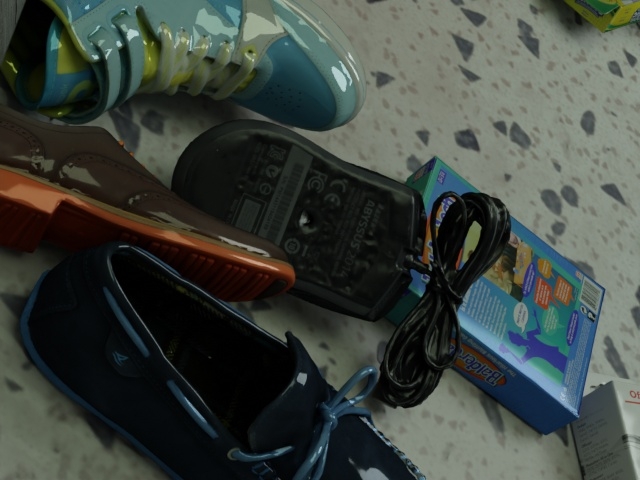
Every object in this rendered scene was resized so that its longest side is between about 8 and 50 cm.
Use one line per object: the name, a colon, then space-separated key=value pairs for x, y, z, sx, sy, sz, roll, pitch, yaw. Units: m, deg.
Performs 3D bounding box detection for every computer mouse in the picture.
computer mouse: x=0.000 y=0.000 z=1.243 sx=0.272 sy=0.072 sz=0.188 roll=28 pitch=85 yaw=-17

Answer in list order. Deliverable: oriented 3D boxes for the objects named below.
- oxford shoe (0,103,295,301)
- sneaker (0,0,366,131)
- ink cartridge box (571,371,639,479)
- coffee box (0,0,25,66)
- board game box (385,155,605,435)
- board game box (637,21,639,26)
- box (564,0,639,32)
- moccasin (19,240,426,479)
oxford shoe: x=-0.137 y=-0.030 z=1.123 sx=0.271 sy=0.097 sz=0.098 roll=20 pitch=59 yaw=-22
sneaker: x=-0.123 y=-0.135 z=1.213 sx=0.319 sy=0.127 sz=0.208 roll=29 pitch=44 yaw=-10
ink cartridge box: x=0.284 y=0.188 z=1.387 sx=0.104 sy=0.060 sz=0.180 roll=12 pitch=55 yaw=-34
coffee box: x=-0.276 y=-0.162 z=1.041 sx=0.141 sy=0.098 sz=0.247 roll=16 pitch=64 yaw=-3
board game box: x=0.148 y=0.047 z=1.375 sx=0.210 sy=0.047 sz=0.160 roll=38 pitch=45 yaw=-15
board game box: x=0.437 y=-0.201 z=1.806 sx=0.103 sy=0.026 sz=0.154 roll=-19 pitch=76 yaw=-46
box: x=0.317 y=-0.283 z=1.728 sx=0.105 sy=0.043 sz=0.179 roll=45 pitch=38 yaw=21
moccasin: x=-0.049 y=0.124 z=1.101 sx=0.342 sy=0.117 sz=0.138 roll=31 pitch=46 yaw=-21
